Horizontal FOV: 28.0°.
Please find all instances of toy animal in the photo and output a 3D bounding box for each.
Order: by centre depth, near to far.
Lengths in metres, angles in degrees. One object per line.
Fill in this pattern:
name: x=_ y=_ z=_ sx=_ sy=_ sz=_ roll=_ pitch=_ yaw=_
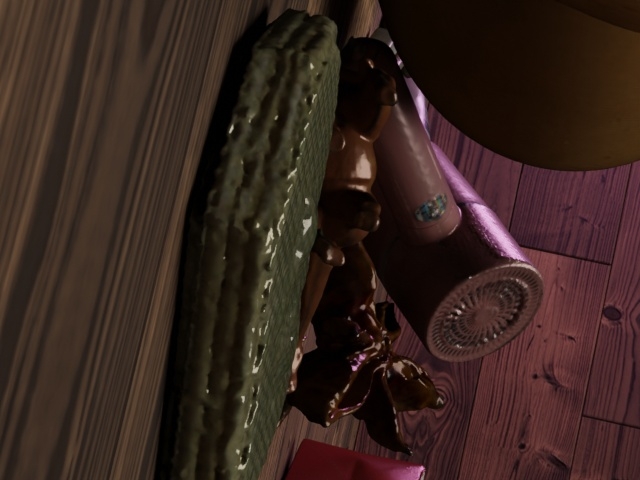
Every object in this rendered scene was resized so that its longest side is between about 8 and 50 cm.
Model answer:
toy animal: x=0.000 y=0.000 z=0.844 sx=0.230 sy=0.066 sz=0.224 roll=-177 pitch=-89 yaw=-80

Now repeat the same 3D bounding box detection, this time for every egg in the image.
egg: x=0.187 y=-0.239 z=0.978 sx=0.301 sy=0.301 sz=0.374 roll=-14 pitch=97 yaw=-84

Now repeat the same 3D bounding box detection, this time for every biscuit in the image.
biscuit: x=-0.032 y=0.017 z=0.670 sx=0.150 sy=0.052 sz=0.252 roll=-65 pitch=165 yaw=-65

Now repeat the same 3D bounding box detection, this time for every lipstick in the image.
lipstick: x=0.050 y=-0.172 z=1.224 sx=0.107 sy=0.025 sz=0.025 roll=-58 pitch=159 yaw=-56

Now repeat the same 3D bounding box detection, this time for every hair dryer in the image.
hair dryer: x=0.074 y=-0.066 z=1.133 sx=0.210 sy=0.125 sz=0.352 roll=58 pitch=-4 yaw=42

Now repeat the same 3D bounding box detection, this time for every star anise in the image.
star anise: x=0.025 y=0.084 z=1.080 sx=0.212 sy=0.111 sz=0.196 roll=2 pitch=83 yaw=-59

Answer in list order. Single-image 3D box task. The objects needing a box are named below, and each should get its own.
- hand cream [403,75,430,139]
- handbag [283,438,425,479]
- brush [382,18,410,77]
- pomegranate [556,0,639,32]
hand cream: x=0.102 y=-0.165 z=1.639 sx=0.340 sy=0.078 sz=0.124 roll=-84 pitch=-179 yaw=-56
handbag: x=0.000 y=0.354 z=1.301 sx=0.298 sy=0.151 sz=0.171 roll=-55 pitch=154 yaw=-58
brush: x=0.083 y=-0.192 z=1.344 sx=0.301 sy=0.071 sz=0.084 roll=-57 pitch=162 yaw=-60
pomegranate: x=0.206 y=-0.293 z=0.634 sx=0.411 sy=0.411 sz=0.411 roll=12 pitch=90 yaw=-84
